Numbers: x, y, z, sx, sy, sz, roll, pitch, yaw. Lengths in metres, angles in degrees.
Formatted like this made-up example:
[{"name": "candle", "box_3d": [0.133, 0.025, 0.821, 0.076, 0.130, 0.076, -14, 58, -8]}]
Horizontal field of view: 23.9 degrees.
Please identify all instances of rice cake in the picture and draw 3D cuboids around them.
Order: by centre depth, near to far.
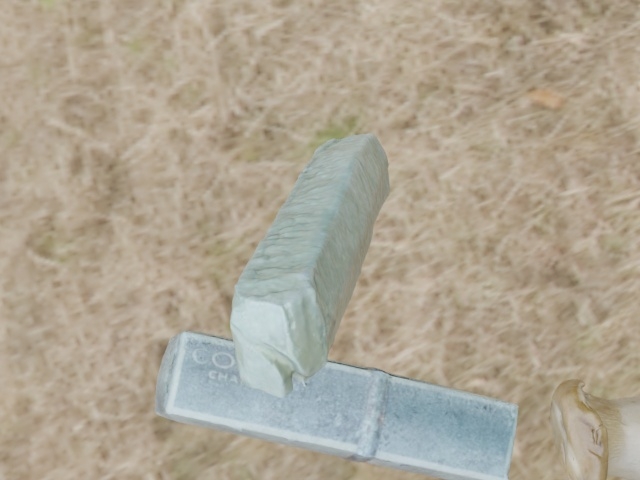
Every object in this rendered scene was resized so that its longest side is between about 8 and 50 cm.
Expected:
[{"name": "rice cake", "box_3d": [0.000, 0.000, 0.710, 0.042, 0.245, 0.045, -7, 110, 13]}]

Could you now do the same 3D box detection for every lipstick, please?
[{"name": "lipstick", "box_3d": [0.011, 0.135, 1.217, 0.076, 0.290, 0.077, 156, 127, -74]}]

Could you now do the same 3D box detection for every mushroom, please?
[{"name": "mushroom", "box_3d": [0.264, 0.161, 1.100, 0.088, 0.212, 0.097, 140, 144, -62]}]
